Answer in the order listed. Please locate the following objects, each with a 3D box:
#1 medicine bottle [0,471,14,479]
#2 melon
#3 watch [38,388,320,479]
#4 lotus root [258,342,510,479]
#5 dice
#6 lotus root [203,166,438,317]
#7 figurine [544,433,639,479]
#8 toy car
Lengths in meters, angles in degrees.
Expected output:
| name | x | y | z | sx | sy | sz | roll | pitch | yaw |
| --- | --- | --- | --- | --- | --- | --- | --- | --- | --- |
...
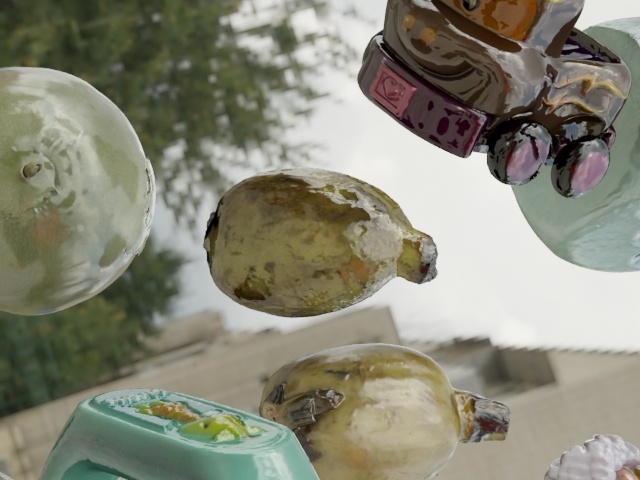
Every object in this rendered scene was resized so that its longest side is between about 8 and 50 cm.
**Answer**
| name | x | y | z | sx | sy | sz | roll | pitch | yaw |
| --- | --- | --- | --- | --- | --- | --- | --- | --- | --- |
| medicine bottle | -0.283 | 0.334 | 1.505 | 0.340 | 0.208 | 0.208 | 78 | -11 | -60 |
| melon | -0.310 | -0.053 | 1.858 | 0.330 | 0.268 | 0.269 | 123 | -52 | -79 |
| watch | -0.067 | 0.172 | 0.844 | 0.237 | 0.068 | 0.195 | 11 | -74 | 46 |
| lotus root | 0.078 | 0.210 | 2.038 | 0.183 | 0.309 | 0.183 | 178 | -90 | -68 |
| dice | 0.425 | -0.125 | 2.326 | 0.268 | 0.262 | 0.265 | -32 | -125 | 40 |
| lotus root | 0.000 | 0.000 | 1.501 | 0.138 | 0.214 | 0.138 | 1 | 90 | -72 |
| figurine | 0.200 | 0.156 | 1.002 | 0.116 | 0.240 | 0.175 | 40 | -19 | 18 |
| toy car | 0.216 | -0.215 | 1.957 | 0.271 | 0.340 | 0.240 | 42 | -65 | 38 |
